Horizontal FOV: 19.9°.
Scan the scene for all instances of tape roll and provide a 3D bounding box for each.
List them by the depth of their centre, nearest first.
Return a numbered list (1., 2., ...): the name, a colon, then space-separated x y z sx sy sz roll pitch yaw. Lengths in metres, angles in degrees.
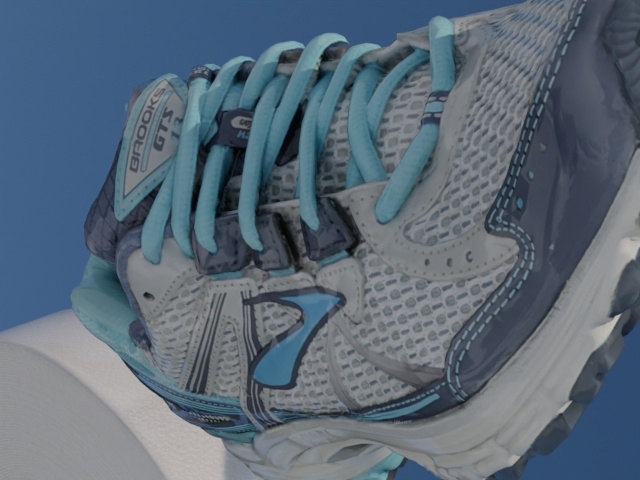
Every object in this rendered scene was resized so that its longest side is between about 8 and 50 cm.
1. tape roll: -0.124 0.232 1.113 0.392 0.072 0.392 25 -55 42

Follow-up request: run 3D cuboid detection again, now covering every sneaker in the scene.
1. sneaker: 0.000 0.000 0.475 0.110 0.122 0.283 -65 -170 -27
